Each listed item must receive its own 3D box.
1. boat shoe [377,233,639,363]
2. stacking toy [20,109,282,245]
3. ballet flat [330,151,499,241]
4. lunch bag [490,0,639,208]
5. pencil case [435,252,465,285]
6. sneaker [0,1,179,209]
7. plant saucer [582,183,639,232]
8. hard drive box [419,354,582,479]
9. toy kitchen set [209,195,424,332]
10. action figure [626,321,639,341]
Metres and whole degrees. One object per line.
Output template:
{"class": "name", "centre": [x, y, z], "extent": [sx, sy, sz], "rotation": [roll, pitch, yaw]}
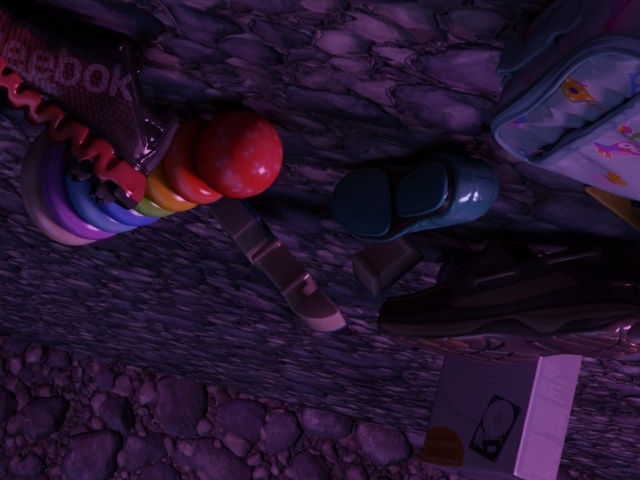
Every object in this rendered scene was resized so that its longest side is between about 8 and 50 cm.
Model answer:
{"class": "boat shoe", "centre": [0.225, 0.066, 1.696], "extent": [0.355, 0.130, 0.132], "rotation": [-5, 160, 38]}
{"class": "stacking toy", "centre": [-0.171, -0.072, 1.563], "extent": [0.330, 0.141, 0.141], "rotation": [-4, 157, 43]}
{"class": "ballet flat", "centre": [0.101, -0.040, 1.510], "extent": [0.087, 0.083, 0.247], "rotation": [6, 173, -27]}
{"class": "lunch bag", "centre": [0.246, -0.103, 1.045], "extent": [0.224, 0.108, 0.279], "rotation": [16, 166, -8]}
{"class": "pencil case", "centre": [0.240, 0.072, 1.799], "extent": [0.206, 0.086, 0.088], "rotation": [10, -160, 27]}
{"class": "sneaker", "centre": [-0.242, -0.159, 1.358], "extent": [0.276, 0.135, 0.097], "rotation": [43, 171, -14]}
{"class": "plant saucer", "centre": [0.364, -0.034, 1.327], "extent": [0.188, 0.045, 0.188], "rotation": [2, 161, 42]}
{"class": "hard drive box", "centre": [0.251, 0.212, 2.022], "extent": [0.089, 0.232, 0.181], "rotation": [26, 161, -37]}
{"class": "toy kitchen set", "centre": [0.000, 0.000, 1.805], "extent": [0.207, 0.166, 0.122], "rotation": [49, 176, 18]}
{"class": "action figure", "centre": [0.518, 0.170, 1.447], "extent": [0.370, 0.275, 0.248], "rotation": [60, 171, -30]}
